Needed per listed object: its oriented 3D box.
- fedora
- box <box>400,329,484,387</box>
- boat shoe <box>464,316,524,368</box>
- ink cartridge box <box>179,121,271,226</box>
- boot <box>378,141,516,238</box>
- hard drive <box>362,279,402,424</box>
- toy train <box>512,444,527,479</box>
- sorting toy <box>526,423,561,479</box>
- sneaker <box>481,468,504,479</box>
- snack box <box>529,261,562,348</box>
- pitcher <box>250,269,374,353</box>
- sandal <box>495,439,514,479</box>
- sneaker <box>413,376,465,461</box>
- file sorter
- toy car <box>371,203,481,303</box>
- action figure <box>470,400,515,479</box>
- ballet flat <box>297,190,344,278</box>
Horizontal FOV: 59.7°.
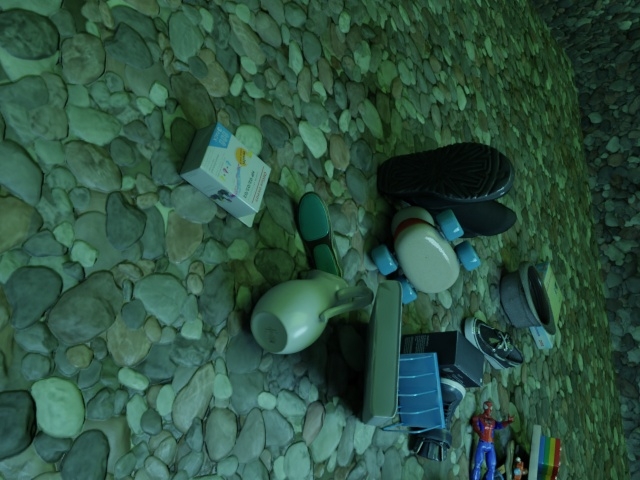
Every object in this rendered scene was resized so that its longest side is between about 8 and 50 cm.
[{"bbox_3d":[0.722,0.214,1.977,0.243,0.124,0.276,9,65,-52],"label":"fedora"},{"bbox_3d":[0.306,0.303,1.404,0.156,0.158,0.093,40,51,-39],"label":"box"},{"bbox_3d":[0.552,0.325,1.751,0.301,0.102,0.108,44,49,-36],"label":"boat shoe"},{"bbox_3d":[-0.156,-0.115,1.016,0.181,0.061,0.105,40,52,-39],"label":"ink cartridge box"},{"bbox_3d":[0.420,-0.104,1.507,0.445,0.366,0.146,27,77,-46],"label":"boot"},{"bbox_3d":[0.118,0.239,1.107,0.353,0.047,0.233,84,11,-69],"label":"hard drive"},{"bbox_3d":[0.623,0.712,1.732,0.166,0.046,0.125,-14,113,-68],"label":"toy train"},{"bbox_3d":[0.698,0.758,1.754,0.256,0.089,0.257,72,32,-45],"label":"sorting toy"},{"bbox_3d":[0.516,0.761,1.621,0.087,0.083,0.222,-30,110,-64],"label":"sneaker"},{"bbox_3d":[0.898,0.256,2.239,0.187,0.060,0.322,61,41,-21],"label":"snack box"},{"bbox_3d":[-0.014,0.127,1.035,0.207,0.177,0.126,-29,111,-52],"label":"pitcher"},{"bbox_3d":[0.562,0.688,1.701,0.072,0.048,0.180,-35,127,-62],"label":"sandal"},{"bbox_3d":[0.286,0.437,1.342,0.226,0.086,0.164,85,25,-52],"label":"sneaker"},{"bbox_3d":[0.202,0.352,1.293,0.104,0.118,0.171,6,76,-45],"label":"file sorter"},{"bbox_3d":[0.254,-0.002,1.434,0.210,0.219,0.238,53,16,-29],"label":"toy car"},{"bbox_3d":[0.475,0.583,1.559,0.139,0.091,0.281,102,0,-60],"label":"action figure"},{"bbox_3d":[0.000,0.000,1.191,0.068,0.072,0.213,-33,109,-79],"label":"ballet flat"}]
